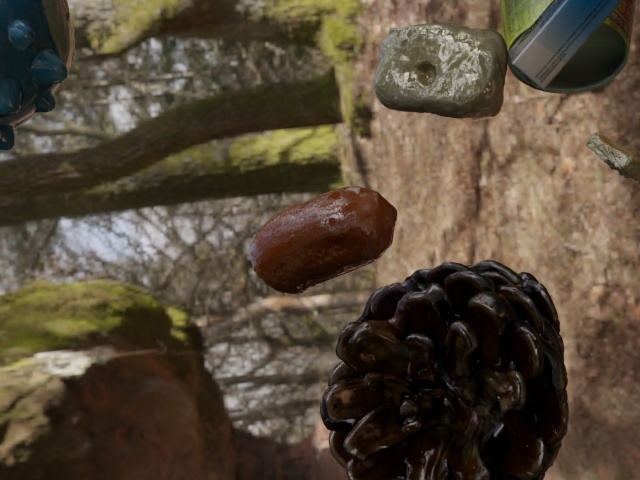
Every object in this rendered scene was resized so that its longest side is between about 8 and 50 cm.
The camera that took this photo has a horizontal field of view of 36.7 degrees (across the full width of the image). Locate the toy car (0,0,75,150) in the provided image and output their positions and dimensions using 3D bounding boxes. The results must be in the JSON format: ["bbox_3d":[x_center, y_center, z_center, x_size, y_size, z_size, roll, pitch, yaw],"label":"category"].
[{"bbox_3d":[-0.361,-0.196,1.029,0.190,0.255,0.188,31,145,24],"label":"toy car"}]

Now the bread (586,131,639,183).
[{"bbox_3d":[0.412,-0.116,1.344,0.035,0.070,0.083,-55,53,16],"label":"bread"}]

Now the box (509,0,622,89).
[{"bbox_3d":[0.396,-0.349,1.557,0.194,0.073,0.139,-50,5,20],"label":"box"}]

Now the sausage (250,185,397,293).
[{"bbox_3d":[-0.002,-0.002,1.464,0.133,0.258,0.133,26,-126,-42],"label":"sausage"}]

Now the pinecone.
[{"bbox_3d":[0.124,0.158,0.979,0.296,0.242,0.298,23,-98,-77],"label":"pinecone"}]

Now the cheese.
[{"bbox_3d":[0.268,-0.304,1.788,0.248,0.251,0.173,16,96,53],"label":"cheese"}]

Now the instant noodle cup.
[{"bbox_3d":[0.491,-0.446,1.916,0.311,0.311,0.221,91,-174,-62],"label":"instant noodle cup"}]
